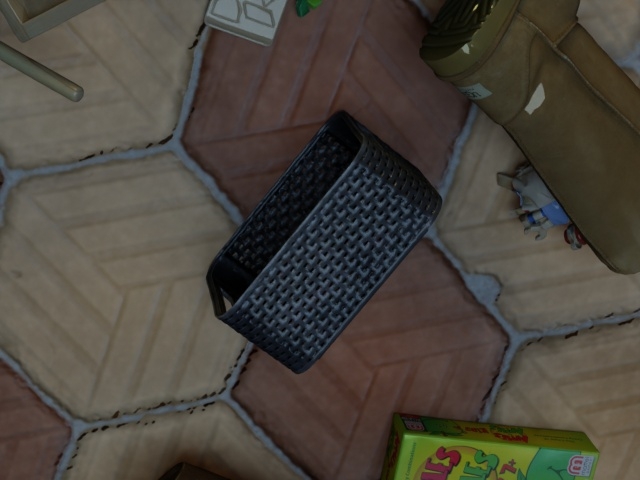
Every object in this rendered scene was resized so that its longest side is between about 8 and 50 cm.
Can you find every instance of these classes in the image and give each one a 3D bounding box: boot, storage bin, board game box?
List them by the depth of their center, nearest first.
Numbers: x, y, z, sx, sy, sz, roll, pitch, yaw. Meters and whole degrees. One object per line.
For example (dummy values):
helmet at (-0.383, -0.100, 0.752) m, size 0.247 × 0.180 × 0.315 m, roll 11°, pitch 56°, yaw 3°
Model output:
storage bin at (0.000, 0.000, 1.127) m, size 0.084 × 0.122 × 0.180 m, roll 38°, pitch 99°, yaw -19°
boot at (0.218, -0.142, 1.138) m, size 0.269 × 0.089 × 0.236 m, roll 40°, pitch 78°, yaw -31°
board game box at (0.147, 0.212, 1.268) m, size 0.181 × 0.043 × 0.092 m, roll 7°, pitch 108°, yaw -12°

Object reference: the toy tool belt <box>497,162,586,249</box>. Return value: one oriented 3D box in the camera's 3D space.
toy tool belt at (0.185, -0.027, 1.196) m, size 0.051 × 0.052 × 0.083 m, roll -17°, pitch 112°, yaw 37°

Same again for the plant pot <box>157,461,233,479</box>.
plant pot at (-0.065, 0.300, 1.191) m, size 0.230 × 0.215 × 0.215 m, roll 42°, pitch 98°, yaw -6°

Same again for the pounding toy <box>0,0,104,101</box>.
pounding toy at (-0.194, -0.198, 1.035) m, size 0.206 × 0.094 × 0.181 m, roll -18°, pitch 108°, yaw 37°

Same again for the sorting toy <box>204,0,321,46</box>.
sorting toy at (-0.043, -0.185, 1.115) m, size 0.083 × 0.012 × 0.062 m, roll 18°, pitch 100°, yaw -12°
